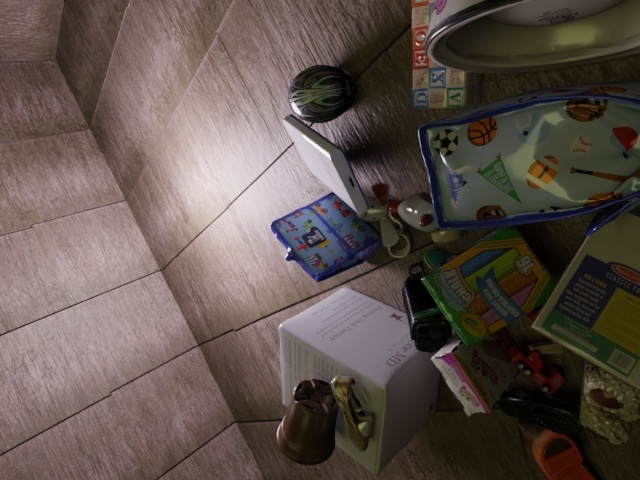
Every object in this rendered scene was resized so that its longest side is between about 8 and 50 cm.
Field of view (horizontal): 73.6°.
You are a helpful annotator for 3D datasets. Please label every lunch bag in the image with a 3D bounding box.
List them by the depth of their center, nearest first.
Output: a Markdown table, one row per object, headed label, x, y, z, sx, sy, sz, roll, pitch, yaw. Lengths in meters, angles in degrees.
| label | x | y | z | sx | sy | sz | roll | pitch | yaw |
| --- | --- | --- | --- | --- | --- | --- | --- | --- | --- |
| lunch bag | 0.429 | -0.153 | 0.741 | 0.385 | 0.328 | 0.239 | -6 | 104 | 44 |
| lunch bag | 0.000 | 0.000 | 1.285 | 0.221 | 0.293 | 0.138 | 49 | 137 | 17 |

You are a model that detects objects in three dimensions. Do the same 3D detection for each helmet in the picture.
| label | x | y | z | sx | sy | sz | roll | pitch | yaw |
| --- | --- | --- | --- | --- | --- | --- | --- | --- | --- |
| helmet | -0.002 | -0.406 | 1.191 | 0.169 | 0.161 | 0.169 | 22 | 123 | 38 |

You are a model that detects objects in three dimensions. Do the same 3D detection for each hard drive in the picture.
| label | x | y | z | sx | sy | sz | roll | pitch | yaw |
| --- | --- | --- | --- | --- | --- | --- | --- | --- | --- |
| hard drive | 0.011 | -0.221 | 1.206 | 0.319 | 0.040 | 0.210 | 49 | 173 | 50 |

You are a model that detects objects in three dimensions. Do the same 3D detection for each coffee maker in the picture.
| label | x | y | z | sx | sy | sz | roll | pitch | yaw |
| --- | --- | --- | --- | --- | --- | --- | --- | --- | --- |
| coffee maker | 0.275 | 0.182 | 1.150 | 0.120 | 0.178 | 0.171 | -26 | 117 | 14 |

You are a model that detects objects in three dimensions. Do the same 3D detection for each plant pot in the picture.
| label | x | y | z | sx | sy | sz | roll | pitch | yaw |
| --- | --- | --- | --- | --- | --- | --- | --- | --- | --- |
| plant pot | -0.026 | 0.478 | 1.154 | 0.167 | 0.167 | 0.165 | 29 | 120 | 34 |

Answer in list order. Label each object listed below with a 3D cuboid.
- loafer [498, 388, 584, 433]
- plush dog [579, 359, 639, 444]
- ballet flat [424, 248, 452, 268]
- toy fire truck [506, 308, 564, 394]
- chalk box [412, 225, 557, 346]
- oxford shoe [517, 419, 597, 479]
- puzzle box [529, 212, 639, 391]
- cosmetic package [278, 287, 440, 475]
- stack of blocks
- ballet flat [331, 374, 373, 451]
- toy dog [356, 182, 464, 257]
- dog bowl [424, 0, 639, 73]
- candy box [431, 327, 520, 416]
| label | x | y | z | sx | sy | sz | roll | pitch | yaw |
| --- | --- | --- | --- | --- | --- | --- | --- | --- | --- |
| loafer | 0.547 | 0.405 | 1.060 | 0.220 | 0.078 | 0.080 | -6 | 111 | 59 |
| plush dog | 0.659 | 0.287 | 0.861 | 0.225 | 0.211 | 0.262 | 4 | 140 | 30 |
| ballet flat | 0.370 | 0.107 | 1.126 | 0.231 | 0.077 | 0.077 | 31 | 145 | 31 |
| toy fire truck | 0.530 | 0.265 | 1.027 | 0.192 | 0.047 | 0.135 | 43 | 103 | -6 |
| chalk box | 0.344 | 0.115 | 0.970 | 0.289 | 0.180 | 0.179 | -35 | 81 | 10 |
| oxford shoe | 0.621 | 0.612 | 1.099 | 0.364 | 0.130 | 0.133 | 64 | 172 | -9 |
| puzzle box | 0.623 | 0.147 | 0.732 | 0.409 | 0.052 | 0.272 | 32 | 90 | 22 |
| cosmetic package | 0.122 | 0.402 | 1.327 | 0.393 | 0.329 | 0.327 | 20 | 121 | 38 |
| stack of blocks | 0.293 | -0.444 | 0.922 | 0.171 | 0.087 | 0.297 | 15 | 119 | 41 |
| ballet flat | 0.092 | 0.437 | 1.081 | 0.067 | 0.073 | 0.206 | -21 | 96 | 32 |
| toy dog | 0.218 | -0.063 | 1.129 | 0.333 | 0.161 | 0.220 | -27 | 88 | 49 |
| dog bowl | 0.369 | -0.383 | 0.658 | 0.408 | 0.408 | 0.150 | 6 | 100 | 45 |
| candy box | 0.398 | 0.296 | 1.060 | 0.159 | 0.233 | 0.071 | 57 | 139 | 8 |
